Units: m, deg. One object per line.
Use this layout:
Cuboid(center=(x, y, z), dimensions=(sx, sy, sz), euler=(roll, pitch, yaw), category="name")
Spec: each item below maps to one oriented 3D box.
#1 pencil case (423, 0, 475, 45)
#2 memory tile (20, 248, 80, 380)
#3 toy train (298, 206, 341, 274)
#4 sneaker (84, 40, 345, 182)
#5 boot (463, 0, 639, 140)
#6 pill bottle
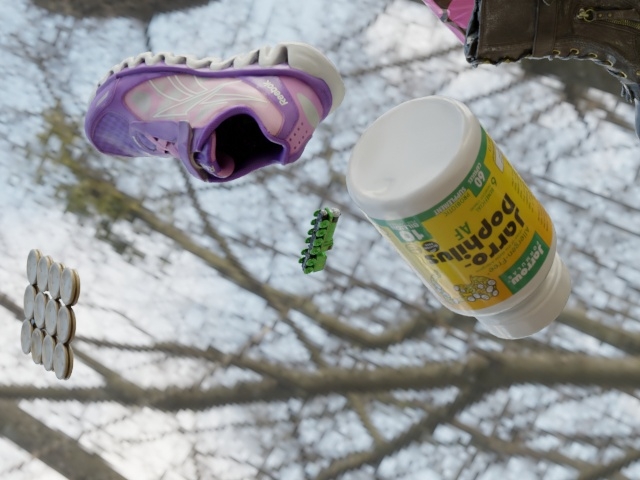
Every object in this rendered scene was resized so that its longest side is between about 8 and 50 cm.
Cuboid(center=(0.165, -0.295, 1.948), dimensions=(0.209, 0.098, 0.095), euler=(38, -113, -39), category="pencil case")
Cuboid(center=(-0.267, 0.072, 1.693), dimensions=(0.012, 0.148, 0.113), euler=(2, -81, -28), category="memory tile")
Cuboid(center=(0.000, 0.000, 1.440), dimensions=(0.023, 0.017, 0.083), euler=(-14, -32, -24), category="toy train")
Cuboid(center=(-0.099, -0.094, 1.406), dimensions=(0.095, 0.236, 0.105), euler=(57, -142, -43), category="sneaker")
Cuboid(center=(0.260, -0.205, 1.765), dimensions=(0.229, 0.091, 0.263), euler=(-7, -62, -4), category="boot")
Cuboid(center=(0.120, -0.011, 1.390), dimensions=(0.118, 0.117, 0.208), euler=(-53, -50, -14), category="pill bottle")
